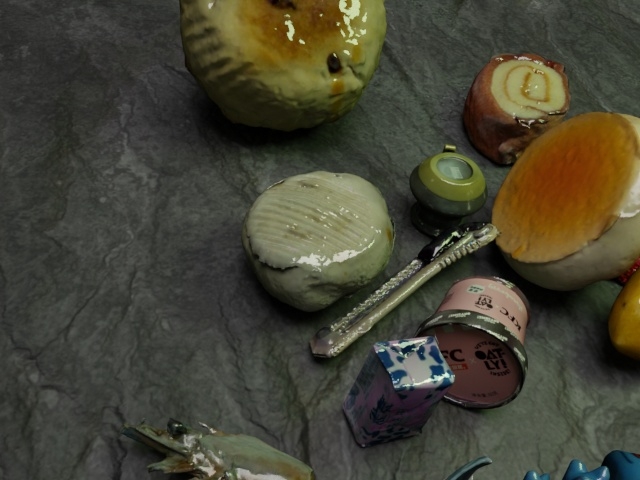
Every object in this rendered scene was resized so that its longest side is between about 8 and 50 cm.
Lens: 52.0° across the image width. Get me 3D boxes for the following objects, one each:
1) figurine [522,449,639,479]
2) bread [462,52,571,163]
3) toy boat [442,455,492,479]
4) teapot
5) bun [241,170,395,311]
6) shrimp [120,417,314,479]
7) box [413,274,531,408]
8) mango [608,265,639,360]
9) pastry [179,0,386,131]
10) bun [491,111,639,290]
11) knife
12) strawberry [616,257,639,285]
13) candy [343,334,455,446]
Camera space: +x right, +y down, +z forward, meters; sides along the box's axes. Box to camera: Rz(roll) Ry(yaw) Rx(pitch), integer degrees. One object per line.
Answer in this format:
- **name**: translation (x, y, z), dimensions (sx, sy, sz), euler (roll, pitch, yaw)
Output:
- **figurine**: translation (0.191, 0.324, 0.622), dimensions (0.416, 0.298, 0.243), euler (-40, 60, -10)
- **bread**: translation (0.379, -0.253, 1.276), dimensions (0.190, 0.123, 0.244), euler (10, 47, 5)
- **toy boat**: translation (0.155, 0.281, 0.760), dimensions (0.096, 0.122, 0.034), euler (-29, 59, -28)
- **teapot**: translation (0.211, -0.088, 1.107), dimensions (0.130, 0.119, 0.166), euler (12, 46, 1)
- **bun**: translation (0.000, 0.000, 0.990), dimensions (0.239, 0.141, 0.239), euler (-1, 46, 1)
- **shrimp**: translation (-0.110, 0.330, 0.724), dimensions (0.360, 0.085, 0.247), euler (36, 60, 20)
- **box**: translation (0.214, 0.131, 0.896), dimensions (0.151, 0.151, 0.135), euler (23, 40, 14)
- **mango**: translation (0.516, 0.095, 0.954), dimensions (0.252, 0.154, 0.126), euler (-24, 34, -24)
- **pastry**: translation (-0.075, -0.387, 1.204), dimensions (0.388, 0.388, 0.312), euler (-14, 11, -19)
- **bun**: translation (0.423, -0.048, 1.017), dimensions (0.165, 0.299, 0.299), euler (30, 42, -25)
- **knife**: translation (0.127, 0.061, 0.979), dimensions (0.365, 0.043, 0.089), euler (-33, 15, -23)
- **strawberry**: translation (0.526, 0.008, 1.094), dimensions (0.187, 0.082, 0.146), euler (-10, 43, -9)
- **candy**: translation (0.095, 0.190, 0.814), dimensions (0.092, 0.160, 0.073), euler (-6, 52, -21)
